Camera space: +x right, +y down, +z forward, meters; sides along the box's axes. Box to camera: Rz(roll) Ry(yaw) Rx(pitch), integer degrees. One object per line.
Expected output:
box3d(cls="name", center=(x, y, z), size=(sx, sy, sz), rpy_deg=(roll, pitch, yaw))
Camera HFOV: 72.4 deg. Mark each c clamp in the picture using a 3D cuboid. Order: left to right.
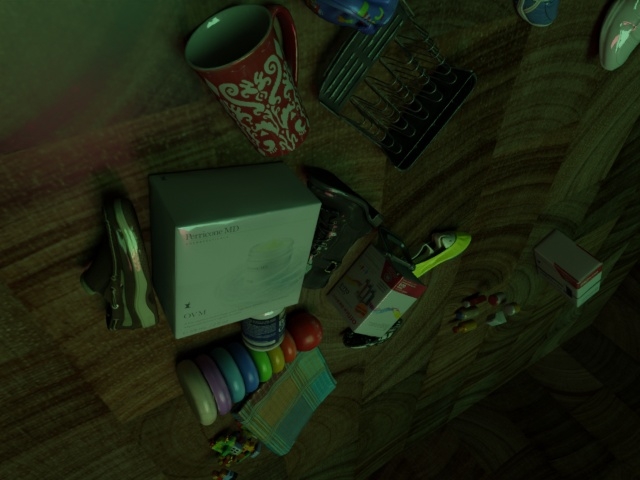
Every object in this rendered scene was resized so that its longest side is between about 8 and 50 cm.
box3d(cls="c clamp", center=(0.175, 0.032, 0.998), size=(0.022, 0.137, 0.161), rpy_deg=(-36, 151, 24))

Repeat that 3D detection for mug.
box3d(cls="mug", center=(-0.068, -0.208, 0.577), size=(0.150, 0.113, 0.169), rpy_deg=(-36, 145, -3))

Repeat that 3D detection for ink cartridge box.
box3d(cls="ink cartridge box", center=(0.132, 0.124, 1.048), size=(0.127, 0.128, 0.176), rpy_deg=(22, 111, -48))
box3d(cls="ink cartridge box", center=(0.919, 0.108, 1.629), size=(0.114, 0.197, 0.273), rpy_deg=(-42, 142, 5))

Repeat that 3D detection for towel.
box3d(cls="towel", center=(-0.077, 0.417, 1.170), size=(0.271, 0.040, 0.370), rpy_deg=(-48, 146, -23))

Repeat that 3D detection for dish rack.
box3d(cls="dish rack", center=(0.126, -0.248, 0.717), size=(0.208, 0.074, 0.272), rpy_deg=(-53, 145, 14))

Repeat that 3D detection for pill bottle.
box3d(cls="pill bottle", center=(-0.117, 0.139, 0.884), size=(0.094, 0.094, 0.169), rpy_deg=(-19, 138, -25))

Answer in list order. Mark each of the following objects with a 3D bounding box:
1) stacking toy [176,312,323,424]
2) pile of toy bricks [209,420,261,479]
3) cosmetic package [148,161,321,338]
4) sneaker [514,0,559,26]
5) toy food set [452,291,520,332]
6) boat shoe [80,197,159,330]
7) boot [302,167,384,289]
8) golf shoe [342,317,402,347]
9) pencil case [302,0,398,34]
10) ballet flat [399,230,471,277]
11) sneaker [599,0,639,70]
box3d(cls="stacking toy", center=(-0.137, 0.262, 0.972), size=(0.330, 0.141, 0.141), rpy_deg=(-23, 139, -29))
box3d(cls="pile of toy bricks", center=(-0.253, 0.575, 1.209), size=(0.105, 0.118, 0.212), rpy_deg=(35, 116, -14))
box3d(cls="cosmetic package", center=(-0.142, 0.010, 0.705), size=(0.224, 0.138, 0.224), rpy_deg=(-13, 133, -31))
box3d(cls="sneaker", center=(0.384, -0.446, 0.740), size=(0.080, 0.081, 0.211), rpy_deg=(-45, 143, 4))
box3d(cls="toy food set", center=(0.563, 0.252, 1.531), size=(0.105, 0.111, 0.232), rpy_deg=(-9, 163, -34))
box3d(cls="boat shoe", center=(-0.304, 0.053, 0.650), size=(0.095, 0.095, 0.257), rpy_deg=(-12, 135, -23))
box3d(cls="boot", center=(0.000, 0.000, 0.849), size=(0.229, 0.091, 0.263), rpy_deg=(-48, 143, 9))
box3d(cls="golf shoe", center=(0.148, 0.276, 1.252), size=(0.198, 0.077, 0.093), rpy_deg=(-15, 136, -27))
box3d(cls="pencil case", center=(0.089, -0.398, 0.505), size=(0.306, 0.133, 0.119), rpy_deg=(-59, 171, 23))
box3d(cls="ballet flat", center=(0.293, 0.025, 1.136), size=(0.231, 0.077, 0.077), rpy_deg=(-31, 125, -8))
box3d(cls="sneaker", center=(0.699, -0.494, 0.898), size=(0.114, 0.152, 0.305), rpy_deg=(-13, 136, -33))
